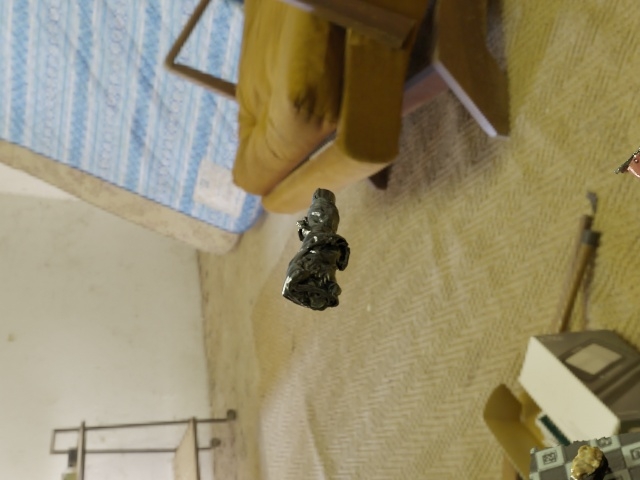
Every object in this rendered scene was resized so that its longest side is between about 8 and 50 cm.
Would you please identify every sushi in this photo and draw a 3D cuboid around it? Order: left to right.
[{"bbox_3d":[0.275,0.264,0.777,0.139,0.031,0.201,-21,22,26],"label":"sushi"}]

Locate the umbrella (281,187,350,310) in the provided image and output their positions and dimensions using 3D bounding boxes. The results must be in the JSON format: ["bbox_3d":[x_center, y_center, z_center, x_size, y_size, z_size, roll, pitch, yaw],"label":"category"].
[{"bbox_3d":[0.003,-0.001,1.037,0.224,0.080,0.071,-83,14,-52],"label":"umbrella"}]

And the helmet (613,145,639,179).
[{"bbox_3d":[0.319,-0.074,0.687,0.049,0.065,0.084,53,141,19],"label":"helmet"}]
